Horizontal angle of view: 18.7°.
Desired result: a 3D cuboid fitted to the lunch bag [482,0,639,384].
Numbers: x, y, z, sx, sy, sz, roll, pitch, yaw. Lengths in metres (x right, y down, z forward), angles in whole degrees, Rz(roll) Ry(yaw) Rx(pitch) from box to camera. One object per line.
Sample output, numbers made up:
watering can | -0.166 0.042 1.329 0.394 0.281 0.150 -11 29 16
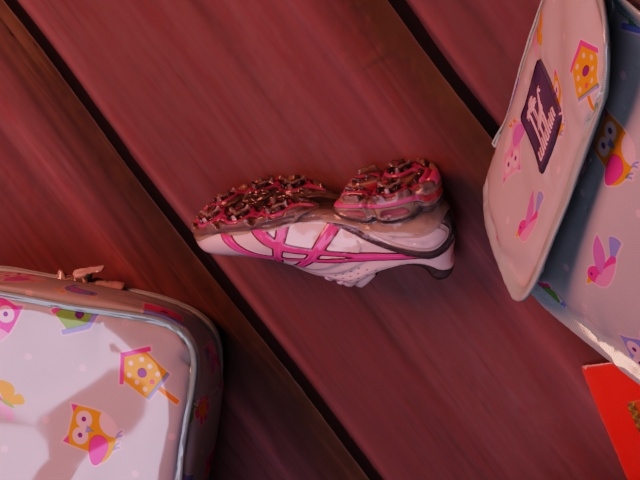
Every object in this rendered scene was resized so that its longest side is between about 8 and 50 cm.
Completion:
lunch bag | 0.207 -0.044 1.110 0.262 0.160 0.223 39 135 30

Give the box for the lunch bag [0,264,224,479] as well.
lunch bag | -0.194 0.154 1.393 0.224 0.108 0.279 10 100 9

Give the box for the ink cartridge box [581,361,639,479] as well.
ink cartridge box | 0.316 0.186 1.259 0.239 0.060 0.275 -14 112 29

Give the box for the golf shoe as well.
golf shoe | 0.000 0.000 1.291 0.186 0.067 0.086 -4 118 27
